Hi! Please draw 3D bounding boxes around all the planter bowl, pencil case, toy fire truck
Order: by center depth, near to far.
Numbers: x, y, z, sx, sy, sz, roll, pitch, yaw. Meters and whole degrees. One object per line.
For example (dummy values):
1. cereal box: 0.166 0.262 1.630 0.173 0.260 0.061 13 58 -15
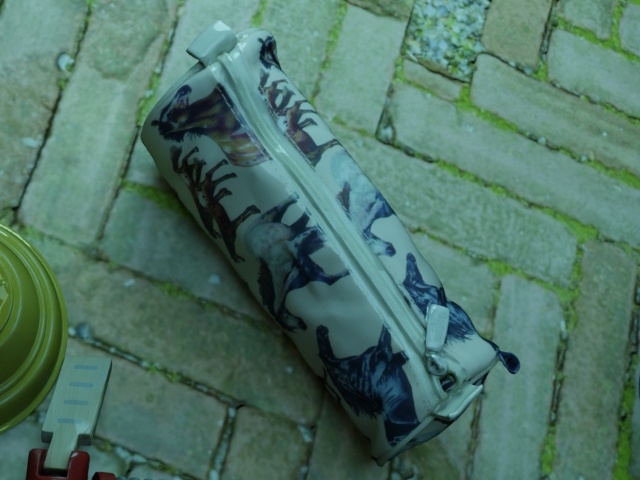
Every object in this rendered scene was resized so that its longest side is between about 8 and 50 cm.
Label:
1. toy fire truck: -0.156 0.216 1.019 0.217 0.158 0.246 7 78 -19
2. planter bowl: -0.311 0.058 1.033 0.217 0.090 0.217 8 67 -20
3. pencil case: 0.000 0.000 1.129 0.160 0.183 0.410 -34 84 -28

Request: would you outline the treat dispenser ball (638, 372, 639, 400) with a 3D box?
1. treat dispenser ball: 0.456 0.145 1.195 0.288 0.288 0.288 8 68 -19
